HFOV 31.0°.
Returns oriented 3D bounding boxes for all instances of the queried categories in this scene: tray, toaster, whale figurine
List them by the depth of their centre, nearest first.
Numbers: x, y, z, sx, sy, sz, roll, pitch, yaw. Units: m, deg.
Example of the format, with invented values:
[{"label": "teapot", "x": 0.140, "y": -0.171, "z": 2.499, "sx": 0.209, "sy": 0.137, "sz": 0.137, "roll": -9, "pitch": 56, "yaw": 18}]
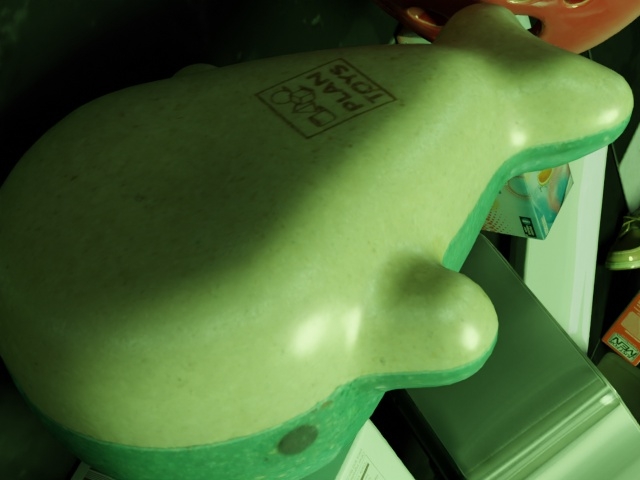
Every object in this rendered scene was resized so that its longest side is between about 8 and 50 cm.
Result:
[{"label": "whale figurine", "x": 0.000, "y": 0.000, "z": 0.484, "sx": 0.272, "sy": 0.216, "sz": 0.141, "roll": -31, "pitch": 136, "yaw": -20}, {"label": "toaster", "x": 0.112, "y": 0.103, "z": 0.699, "sx": 0.110, "sy": 0.185, "sz": 0.168, "roll": -39, "pitch": 140, "yaw": 4}, {"label": "tray", "x": 0.181, "y": 0.033, "z": 0.924, "sx": 0.145, "sy": 0.030, "sz": 0.270, "roll": -18, "pitch": 114, "yaw": -55}]

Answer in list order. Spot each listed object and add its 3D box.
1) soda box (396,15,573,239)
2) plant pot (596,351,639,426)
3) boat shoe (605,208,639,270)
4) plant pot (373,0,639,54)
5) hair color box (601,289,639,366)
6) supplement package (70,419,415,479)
[{"label": "soda box", "x": 0.113, "y": -0.083, "z": 0.759, "sx": 0.058, "sy": 0.063, "sz": 0.183, "roll": -58, "pitch": 141, "yaw": -28}, {"label": "plant pot", "x": 0.265, "y": 0.296, "z": 0.897, "sx": 0.280, "sy": 0.323, "sz": 0.323, "roll": -51, "pitch": 144, "yaw": 3}, {"label": "boat shoe", "x": 0.300, "y": -0.007, "z": 1.079, "sx": 0.135, "sy": 0.050, "sz": 0.045, "roll": -27, "pitch": 109, "yaw": -51}, {"label": "plant pot", "x": 0.073, "y": -0.198, "z": 0.555, "sx": 0.174, "sy": 0.191, "sz": 0.191, "roll": 19, "pitch": 84, "yaw": -53}, {"label": "hair color box", "x": 0.325, "y": 0.046, "z": 1.071, "sx": 0.072, "sy": 0.043, "sz": 0.141, "roll": -32, "pitch": 157, "yaw": -47}, {"label": "supplement package", "x": -0.016, "y": 0.187, "z": 0.590, "sx": 0.139, "sy": 0.134, "sz": 0.244, "roll": -61, "pitch": 142, "yaw": -24}]
